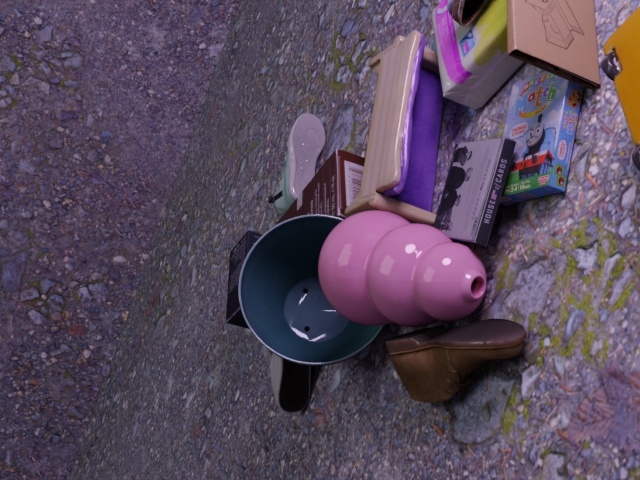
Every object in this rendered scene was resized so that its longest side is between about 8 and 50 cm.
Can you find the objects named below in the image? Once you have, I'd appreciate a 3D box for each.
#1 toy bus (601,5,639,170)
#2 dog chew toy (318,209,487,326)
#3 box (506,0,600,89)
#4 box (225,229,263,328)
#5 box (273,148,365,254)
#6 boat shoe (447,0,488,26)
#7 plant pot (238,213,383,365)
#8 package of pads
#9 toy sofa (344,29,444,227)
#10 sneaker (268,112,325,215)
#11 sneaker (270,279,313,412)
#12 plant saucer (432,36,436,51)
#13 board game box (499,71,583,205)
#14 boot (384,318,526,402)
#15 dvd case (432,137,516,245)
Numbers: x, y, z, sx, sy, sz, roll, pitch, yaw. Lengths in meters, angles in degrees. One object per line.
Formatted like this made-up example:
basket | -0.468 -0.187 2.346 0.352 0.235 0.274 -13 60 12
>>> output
toy bus | 0.462 -0.160 1.305 0.108 0.130 0.332 -51 30 41
dog chew toy | 0.147 0.058 1.776 0.332 0.207 0.206 10 82 51
box | 0.363 -0.345 1.624 0.021 0.164 0.201 -43 35 53
box | -0.128 0.102 2.411 0.108 0.153 0.207 -47 32 45
box | 0.000 0.000 2.223 0.381 0.143 0.191 -51 30 43
boat shoe | 0.282 -0.448 1.773 0.066 0.066 0.183 -105 30 -43
plant pot | -0.008 0.116 2.028 0.195 0.290 0.290 89 -168 -74
package of pads | 0.322 -0.416 1.858 0.296 0.101 0.229 -47 34 43
toy sofa | 0.174 -0.203 1.965 0.177 0.150 0.362 -27 48 56
sneaker | -0.065 -0.186 2.566 0.151 0.094 0.255 -39 38 57
sneaker | -0.061 0.211 2.209 0.123 0.106 0.290 -137 58 -70
plant saucer | 0.259 -0.413 2.097 0.119 0.021 0.119 -48 31 43
board game box | 0.353 -0.171 1.679 0.160 0.039 0.211 -15 59 64
boot | 0.226 0.194 1.657 0.305 0.112 0.115 -18 87 58
dvd case | 0.258 -0.084 1.775 0.239 0.030 0.179 -165 91 -78
